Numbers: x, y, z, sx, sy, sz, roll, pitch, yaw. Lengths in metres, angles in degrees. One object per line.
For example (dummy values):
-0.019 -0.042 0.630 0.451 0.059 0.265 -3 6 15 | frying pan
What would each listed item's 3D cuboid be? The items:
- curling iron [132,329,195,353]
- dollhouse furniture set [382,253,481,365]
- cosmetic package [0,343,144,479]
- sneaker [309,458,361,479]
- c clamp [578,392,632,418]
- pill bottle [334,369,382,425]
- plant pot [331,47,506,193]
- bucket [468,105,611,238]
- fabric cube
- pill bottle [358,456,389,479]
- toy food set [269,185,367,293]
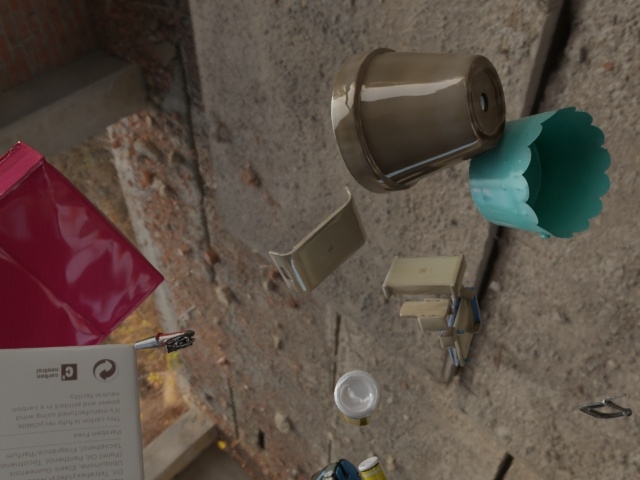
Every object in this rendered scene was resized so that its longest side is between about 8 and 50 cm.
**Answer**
-0.359 0.224 1.507 0.274 0.068 0.035 -12 96 52 | curling iron
0.305 0.229 1.864 0.198 0.286 0.303 -3 125 27 | dollhouse furniture set
-0.269 0.360 0.691 0.230 0.161 0.453 121 142 -49 | cosmetic package
0.008 0.706 1.633 0.125 0.341 0.139 37 136 -19 | sneaker
0.731 0.426 1.708 0.137 0.022 0.160 -23 142 35 | c clamp
0.087 0.358 1.514 0.103 0.103 0.184 39 166 19 | pill bottle
0.229 -0.270 1.448 0.280 0.323 0.323 -3 121 38 | plant pot
0.474 -0.145 1.477 0.183 0.281 0.281 9 130 58 | bucket
-0.450 0.034 1.053 0.258 0.259 0.254 51 166 -31 | fabric cube
0.161 0.687 1.940 0.116 0.065 0.065 63 149 2 | pill bottle
0.000 0.000 2.013 0.092 0.306 0.220 39 164 34 | toy food set
